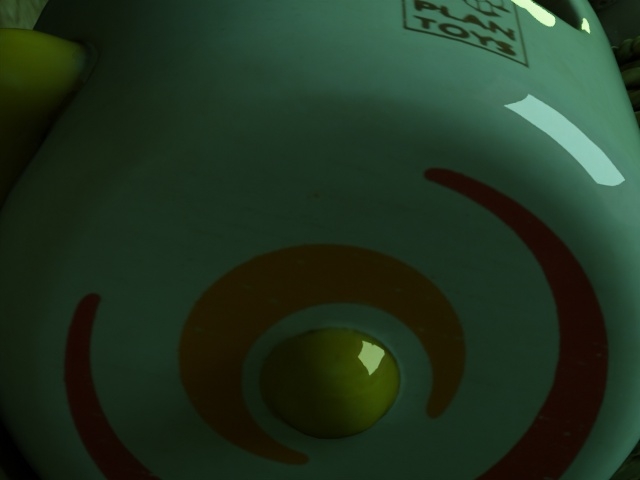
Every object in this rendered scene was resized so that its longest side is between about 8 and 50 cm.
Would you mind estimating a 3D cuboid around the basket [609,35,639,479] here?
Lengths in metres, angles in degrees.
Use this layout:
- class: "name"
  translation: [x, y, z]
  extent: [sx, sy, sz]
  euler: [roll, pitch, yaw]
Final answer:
- class: "basket"
  translation: [0.147, 0.057, 0.869]
  extent: [0.223, 0.299, 0.213]
  euler: [56, 16, -42]

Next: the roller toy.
- class: "roller toy"
  translation: [0.000, 0.000, 0.537]
  extent: [0.146, 0.191, 0.209]
  euler: [-93, 160, -55]

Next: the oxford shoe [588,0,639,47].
- class: "oxford shoe"
  translation: [0.130, -0.093, 0.978]
  extent: [0.271, 0.098, 0.097]
  euler: [99, -17, -55]
